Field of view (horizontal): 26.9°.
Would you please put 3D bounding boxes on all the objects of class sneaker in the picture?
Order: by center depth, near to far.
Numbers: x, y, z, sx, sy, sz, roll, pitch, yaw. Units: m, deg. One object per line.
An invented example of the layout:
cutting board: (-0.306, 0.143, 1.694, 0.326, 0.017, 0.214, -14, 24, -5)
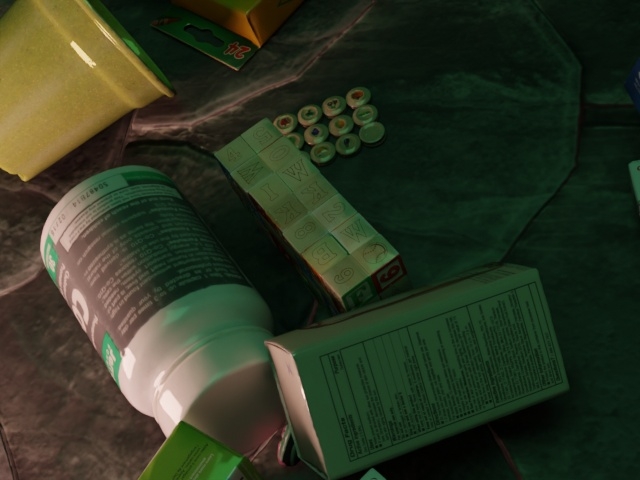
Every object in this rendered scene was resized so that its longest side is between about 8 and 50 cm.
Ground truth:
sneaker: (0.014, 0.204, 1.591, 0.075, 0.063, 0.170, 33, 83, 10)

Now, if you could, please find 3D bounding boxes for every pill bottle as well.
pill bottle: (-0.185, 0.088, 1.648, 0.204, 0.204, 0.361, -35, 53, -7)

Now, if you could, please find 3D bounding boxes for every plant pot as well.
plant pot: (-0.391, -0.231, 1.918, 0.254, 0.276, 0.276, -42, 54, 3)

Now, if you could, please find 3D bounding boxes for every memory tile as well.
memory tile: (0.011, -0.155, 1.867, 0.148, 0.012, 0.113, -20, 54, 4)

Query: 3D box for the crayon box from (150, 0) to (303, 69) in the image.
crayon box: (-0.103, -0.424, 2.044, 0.202, 0.081, 0.318, 29, 70, 31)

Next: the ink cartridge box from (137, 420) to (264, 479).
ink cartridge box: (-0.163, 0.355, 1.471, 0.097, 0.189, 0.255, 24, 69, 28)

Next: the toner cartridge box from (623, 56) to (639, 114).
toner cartridge box: (0.505, -0.087, 1.580, 0.165, 0.075, 0.348, -1, 50, -20)

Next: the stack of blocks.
stack of blocks: (0.000, 0.000, 1.668, 0.087, 0.171, 0.297, -36, 53, -8)

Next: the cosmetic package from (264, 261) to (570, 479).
cosmetic package: (0.106, 0.139, 1.487, 0.296, 0.153, 0.129, -17, 7, -16)

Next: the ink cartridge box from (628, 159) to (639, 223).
ink cartridge box: (0.432, -0.044, 1.632, 0.088, 0.052, 0.122, -12, 55, 10)

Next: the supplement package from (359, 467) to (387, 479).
supplement package: (0.064, 0.392, 1.395, 0.203, 0.149, 0.194, -43, 55, -13)
